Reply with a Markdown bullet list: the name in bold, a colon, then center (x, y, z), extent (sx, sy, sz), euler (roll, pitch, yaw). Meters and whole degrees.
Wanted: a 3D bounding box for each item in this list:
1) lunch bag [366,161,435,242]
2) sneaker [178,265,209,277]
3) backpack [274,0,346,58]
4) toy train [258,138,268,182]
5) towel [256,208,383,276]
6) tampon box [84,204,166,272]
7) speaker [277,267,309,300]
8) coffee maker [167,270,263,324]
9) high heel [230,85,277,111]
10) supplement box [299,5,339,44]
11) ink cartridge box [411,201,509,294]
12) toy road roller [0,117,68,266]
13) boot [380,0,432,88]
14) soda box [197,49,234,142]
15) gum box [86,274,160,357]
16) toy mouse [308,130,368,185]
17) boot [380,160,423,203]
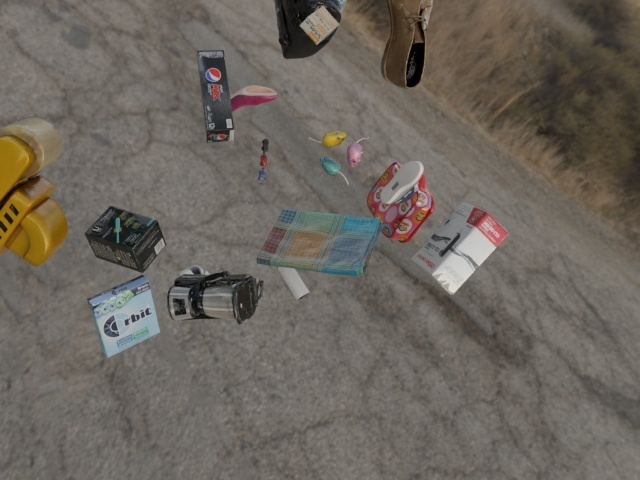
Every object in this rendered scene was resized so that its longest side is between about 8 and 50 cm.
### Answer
- **lunch bag**: center (0.310, -0.163, 2.363), extent (0.120, 0.258, 0.293), euler (19, 31, -29)
- **sneaker**: center (-0.335, 0.152, 1.869), extent (0.305, 0.114, 0.152), euler (31, 48, -74)
- **backpack**: center (-0.038, -0.809, 1.975), extent (0.273, 0.290, 0.355), euler (-15, 77, -24)
- **toy train**: center (-0.196, -0.273, 2.151), extent (0.027, 0.158, 0.036), euler (5, 6, -12)
- **towel**: center (0.000, 0.000, 2.070), extent (0.370, 0.040, 0.271), euler (7, 45, 18)
- **tampon box**: center (-0.528, -0.004, 1.687), extent (0.161, 0.101, 0.120), euler (17, 51, 19)
- **speaker**: center (-0.094, 0.140, 2.154), extent (0.136, 0.055, 0.055), euler (57, 29, 11)
- **coffee maker**: center (-0.248, 0.138, 1.470), extent (0.171, 0.178, 0.120), euler (29, 62, -71)
- **high heel**: center (-0.244, -0.406, 1.906), extent (0.244, 0.117, 0.082), euler (-2, 33, 9)
- **supplement box**: center (-0.001, -0.531, 1.529), extent (0.062, 0.036, 0.098), euler (46, 41, -10)
- **ink cartridge box**: center (0.454, 0.023, 2.051), extent (0.114, 0.273, 0.197), euler (41, 2, -18)
- **toy road roller**: center (-0.678, -0.094, 1.431), extent (0.241, 0.329, 0.202), euler (38, 13, -15)
- **boot**: center (0.208, -0.485, 1.363), extent (0.112, 0.305, 0.115), euler (-4, 27, -15)
- **soda box**: center (-0.201, -0.276, 1.190), extent (0.053, 0.060, 0.168), euler (-6, 77, -11)
- **gum box**: center (-0.519, 0.202, 1.651), extent (0.157, 0.184, 0.041), euler (-25, 40, -31)
- **toy mouse**: center (0.050, -0.210, 1.571), extent (0.031, 0.161, 0.143), euler (-7, 87, -69)
- **boot**: center (0.269, -0.177, 1.897), extent (0.086, 0.190, 0.069), euler (-1, 63, -37)
